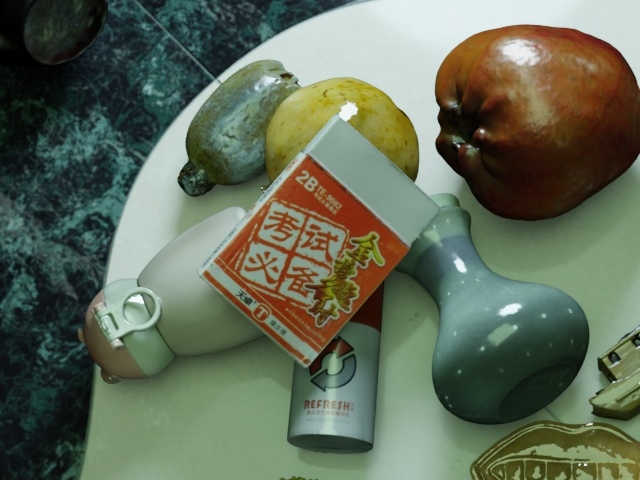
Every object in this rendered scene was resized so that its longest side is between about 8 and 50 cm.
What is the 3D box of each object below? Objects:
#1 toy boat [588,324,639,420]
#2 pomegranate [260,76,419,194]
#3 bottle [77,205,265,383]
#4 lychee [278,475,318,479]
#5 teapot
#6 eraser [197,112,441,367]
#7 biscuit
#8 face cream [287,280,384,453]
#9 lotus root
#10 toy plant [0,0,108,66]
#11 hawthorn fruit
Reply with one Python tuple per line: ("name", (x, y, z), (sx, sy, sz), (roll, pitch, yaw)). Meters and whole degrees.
("toy boat", (0.376, 0.125, 1.886), (0.200, 0.057, 0.077), (-33, 64, -5))
("pomegranate", (0.013, -0.088, 1.940), (0.196, 0.196, 0.196), (-2, 71, 6))
("bottle", (-0.160, 0.075, 1.924), (0.236, 0.147, 0.147), (-27, 70, 2))
("lychee", (-0.031, 0.332, 1.816), (0.171, 0.171, 0.171), (-2, 71, 6))
("teapot", (0.171, 0.071, 1.876), (0.183, 0.183, 0.251), (-31, 60, -4))
("eraser", (0.000, 0.000, 1.836), (0.157, 0.038, 0.230), (42, 89, -11))
("biscuit", (0.273, 0.266, 1.863), (0.220, 0.029, 0.142), (4, 72, 8))
("face cream", (0.019, 0.124, 1.907), (0.096, 0.096, 0.214), (2, 71, 8))
("lotus root", (-0.096, -0.127, 2.013), (0.113, 0.088, 0.192), (42, 81, 11))
("toy plant", (-0.368, -0.304, 2.075), (0.218, 0.175, 0.235), (-36, 43, -13))
("hawthorn fruit", (0.263, -0.138, 1.921), (0.261, 0.224, 0.224), (-9, 69, -21))
